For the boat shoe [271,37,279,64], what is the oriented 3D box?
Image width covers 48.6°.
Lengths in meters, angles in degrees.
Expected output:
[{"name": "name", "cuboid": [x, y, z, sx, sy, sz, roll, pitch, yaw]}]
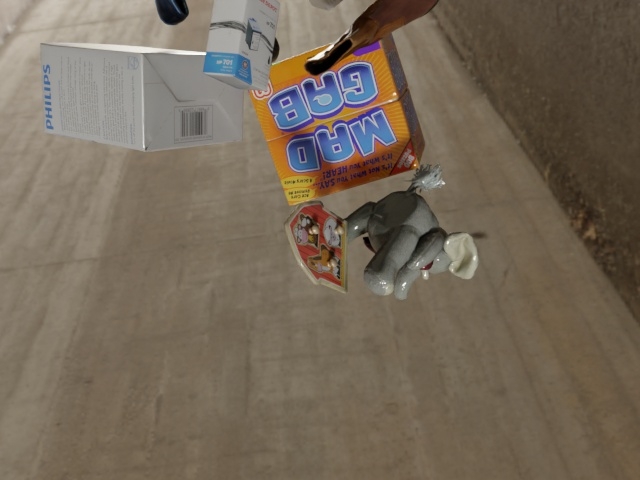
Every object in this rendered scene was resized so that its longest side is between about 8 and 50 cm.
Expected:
[{"name": "boat shoe", "cuboid": [-0.141, -0.457, 1.676, 0.072, 0.068, 0.190, -48, 30, 35]}]

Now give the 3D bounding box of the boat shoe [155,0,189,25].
[{"name": "boat shoe", "cuboid": [-0.394, -0.697, 1.838, 0.109, 0.089, 0.258, -39, -62, -43]}]

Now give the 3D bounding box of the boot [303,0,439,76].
[{"name": "boot", "cuboid": [0.116, -0.467, 1.487, 0.280, 0.264, 0.096, -44, -71, -46]}]

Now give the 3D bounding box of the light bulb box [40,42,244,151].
[{"name": "light bulb box", "cuboid": [-0.438, -0.367, 1.771, 0.358, 0.361, 0.225, -18, -64, -54]}]

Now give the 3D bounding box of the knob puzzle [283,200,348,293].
[{"name": "knob puzzle", "cuboid": [0.000, 0.000, 1.460, 0.213, 0.030, 0.213, 25, -124, -44]}]

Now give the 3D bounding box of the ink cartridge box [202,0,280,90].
[{"name": "ink cartridge box", "cuboid": [-0.160, -0.416, 1.450, 0.140, 0.082, 0.190, 4, -83, -66]}]

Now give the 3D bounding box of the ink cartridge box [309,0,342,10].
[{"name": "ink cartridge box", "cuboid": [0.046, -0.737, 1.824, 0.171, 0.233, 0.168, 51, -179, -27]}]

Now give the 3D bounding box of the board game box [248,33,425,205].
[{"name": "board game box", "cuboid": [0.058, -0.346, 1.922, 0.356, 0.357, 0.356, -57, -51, -70]}]

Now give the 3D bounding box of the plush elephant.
[{"name": "plush elephant", "cuboid": [0.204, 0.015, 1.631, 0.272, 0.330, 0.255, 29, 161, 49]}]
